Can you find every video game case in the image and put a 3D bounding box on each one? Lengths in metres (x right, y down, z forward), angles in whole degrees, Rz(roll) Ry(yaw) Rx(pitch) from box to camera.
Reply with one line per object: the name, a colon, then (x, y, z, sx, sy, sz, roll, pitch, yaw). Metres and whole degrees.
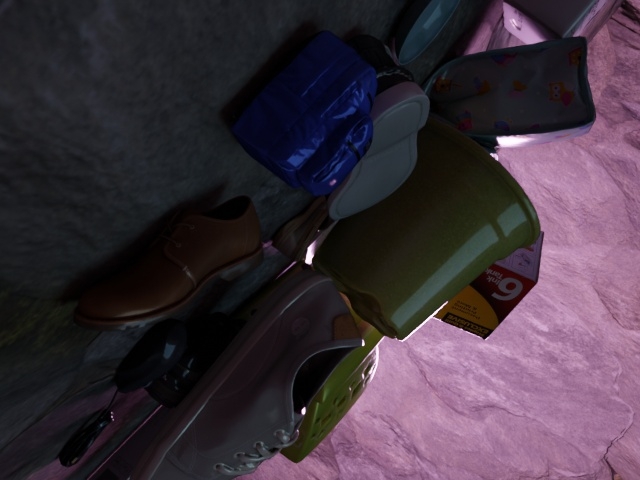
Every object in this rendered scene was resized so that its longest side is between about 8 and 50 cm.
video game case: (0.000, 0.000, 1.298, 0.087, 0.011, 0.122, -47, 170, -18)

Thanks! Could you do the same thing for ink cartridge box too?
ink cartridge box: (-0.253, 0.390, 1.255, 0.275, 0.060, 0.238, -45, 142, -24)
ink cartridge box: (0.202, 0.046, 1.399, 0.271, 0.310, 0.130, 114, -2, -50)
ink cartridge box: (0.421, -0.435, 1.204, 0.273, 0.114, 0.197, -50, 171, 11)

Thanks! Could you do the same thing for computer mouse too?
computer mouse: (-0.232, 0.189, 0.907, 0.242, 0.041, 0.071, -52, 171, 16)

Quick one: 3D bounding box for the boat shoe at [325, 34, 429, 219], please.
boat shoe: (0.046, -0.113, 0.838, 0.114, 0.091, 0.302, -25, 165, -17)

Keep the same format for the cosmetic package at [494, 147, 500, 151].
cosmetic package: (0.281, -0.137, 1.725, 0.160, 0.113, 0.309, -42, 169, -36)

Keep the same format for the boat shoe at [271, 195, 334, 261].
boat shoe: (-0.007, -0.022, 1.074, 0.153, 0.048, 0.056, -39, 166, -47)

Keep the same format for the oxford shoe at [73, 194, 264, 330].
oxford shoe: (-0.131, 0.013, 0.667, 0.212, 0.076, 0.076, -34, 132, -50)

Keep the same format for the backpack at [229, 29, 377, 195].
backpack: (-0.001, -0.105, 0.644, 0.120, 0.101, 0.098, -52, 177, -4)

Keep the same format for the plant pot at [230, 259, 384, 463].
plant pot: (-0.033, 0.182, 1.251, 0.228, 0.227, 0.207, -40, 161, -41)

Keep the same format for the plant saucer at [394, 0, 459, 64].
plant saucer: (0.117, -0.249, 0.842, 0.119, 0.021, 0.119, -48, 170, -11)

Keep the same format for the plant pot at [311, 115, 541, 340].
plant pot: (0.135, 0.000, 1.123, 0.254, 0.276, 0.276, -47, 170, -11)

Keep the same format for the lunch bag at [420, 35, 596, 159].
lunch bag: (0.283, -0.211, 1.184, 0.263, 0.160, 0.223, -8, -179, 17)

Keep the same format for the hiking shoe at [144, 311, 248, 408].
hiking shoe: (-0.136, 0.145, 1.029, 0.114, 0.086, 0.227, -50, 170, 26)

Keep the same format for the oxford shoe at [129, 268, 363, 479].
oxford shoe: (-0.104, 0.242, 0.990, 0.449, 0.130, 0.169, -52, 161, 9)
